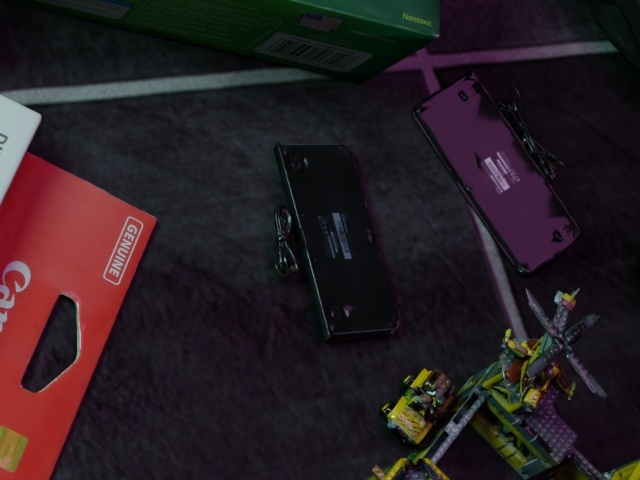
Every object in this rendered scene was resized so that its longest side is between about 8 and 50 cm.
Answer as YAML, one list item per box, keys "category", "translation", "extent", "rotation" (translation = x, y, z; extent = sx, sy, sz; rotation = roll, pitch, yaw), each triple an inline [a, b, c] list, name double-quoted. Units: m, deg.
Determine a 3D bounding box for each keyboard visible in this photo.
- category: "keyboard"
  translation: [0.171, -0.065, 1.530]
  extent: [0.100, 0.038, 0.192]
  rotation: [-32, 85, -11]
- category: "keyboard"
  translation: [0.000, 0.000, 1.408]
  extent: [0.108, 0.023, 0.180]
  rotation: [-3, 68, -36]

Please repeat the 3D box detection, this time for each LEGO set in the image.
- category: "LEGO set"
  translation: [0.206, 0.219, 1.312]
  extent: [0.255, 0.192, 0.331]
  rotation: [-38, 88, -35]

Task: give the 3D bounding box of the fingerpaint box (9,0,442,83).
- category: "fingerpaint box"
  translation: [-0.111, -0.370, 1.393]
  extent: [0.444, 0.163, 0.371]
  rotation: [11, 74, -24]

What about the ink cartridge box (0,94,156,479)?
- category: "ink cartridge box"
  translation: [-0.274, 0.030, 1.223]
  extent: [0.261, 0.066, 0.296]
  rotation: [27, 58, -14]

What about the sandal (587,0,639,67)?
- category: "sandal"
  translation: [0.334, -0.242, 1.661]
  extent: [0.167, 0.107, 0.446]
  rotation: [-23, 92, -35]
